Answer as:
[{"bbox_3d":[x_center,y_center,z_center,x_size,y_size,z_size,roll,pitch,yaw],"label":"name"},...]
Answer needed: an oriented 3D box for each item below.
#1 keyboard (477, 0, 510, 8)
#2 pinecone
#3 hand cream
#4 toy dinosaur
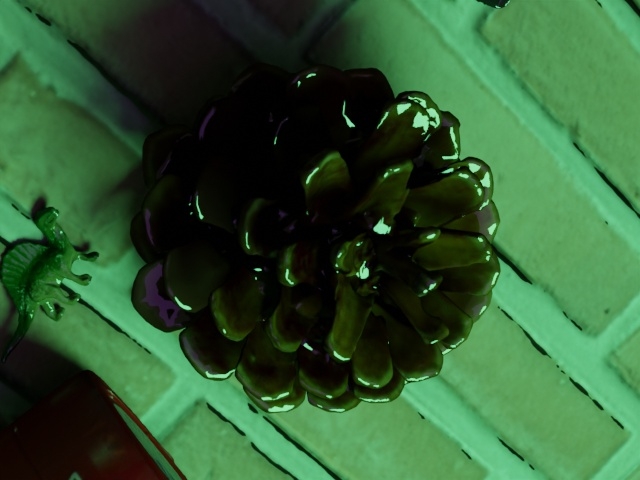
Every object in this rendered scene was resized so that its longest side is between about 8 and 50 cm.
[{"bbox_3d":[0.144,-0.278,1.394,0.094,0.025,0.230,20,105,-30],"label":"keyboard"},{"bbox_3d":[0.009,-0.005,1.344,0.264,0.264,0.264,-9,116,-18],"label":"pinecone"},{"bbox_3d":[-0.155,0.197,1.402,0.125,0.193,0.193,-40,122,-3],"label":"hand cream"},{"bbox_3d":[-0.203,0.032,1.407,0.060,0.029,0.119,31,106,-14],"label":"toy dinosaur"}]
